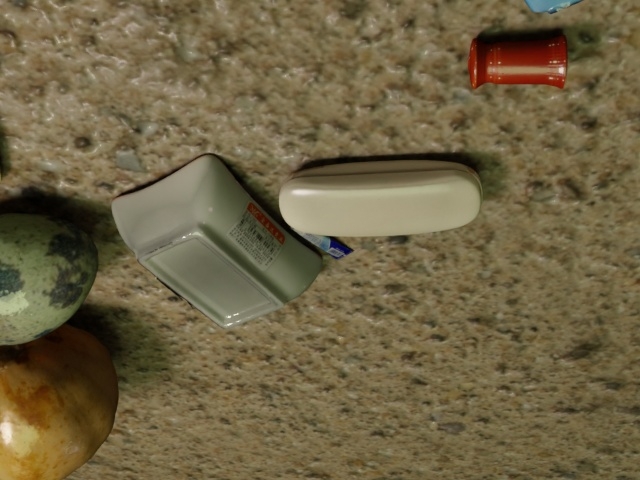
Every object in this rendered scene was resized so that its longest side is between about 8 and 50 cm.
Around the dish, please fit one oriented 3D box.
[{"bbox_3d":[-0.112,0.019,1.095,0.151,0.077,0.212,-21,133,28],"label":"dish"}]

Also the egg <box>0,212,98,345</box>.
[{"bbox_3d":[-0.324,0.038,1.096,0.181,0.141,0.141,-20,135,14],"label":"egg"}]

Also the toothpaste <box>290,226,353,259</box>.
[{"bbox_3d":[0.000,0.000,1.111,0.024,0.015,0.083,-30,135,33],"label":"toothpaste"}]

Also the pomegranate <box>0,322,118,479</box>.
[{"bbox_3d":[-0.342,0.195,1.230,0.207,0.207,0.207,3,140,2],"label":"pomegranate"}]

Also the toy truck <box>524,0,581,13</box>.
[{"bbox_3d":[0.272,-0.292,0.619,0.385,0.162,0.161,-21,133,26],"label":"toy truck"}]

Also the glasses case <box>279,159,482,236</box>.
[{"bbox_3d":[0.060,-0.042,1.024,0.204,0.051,0.081,-1,139,7],"label":"glasses case"}]

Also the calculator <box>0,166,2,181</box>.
[{"bbox_3d":[-0.405,-0.119,0.997,0.157,0.033,0.236,-2,142,7],"label":"calculator"}]

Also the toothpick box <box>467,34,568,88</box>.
[{"bbox_3d":[0.170,-0.155,0.883,0.083,0.047,0.047,1,140,7],"label":"toothpick box"}]
